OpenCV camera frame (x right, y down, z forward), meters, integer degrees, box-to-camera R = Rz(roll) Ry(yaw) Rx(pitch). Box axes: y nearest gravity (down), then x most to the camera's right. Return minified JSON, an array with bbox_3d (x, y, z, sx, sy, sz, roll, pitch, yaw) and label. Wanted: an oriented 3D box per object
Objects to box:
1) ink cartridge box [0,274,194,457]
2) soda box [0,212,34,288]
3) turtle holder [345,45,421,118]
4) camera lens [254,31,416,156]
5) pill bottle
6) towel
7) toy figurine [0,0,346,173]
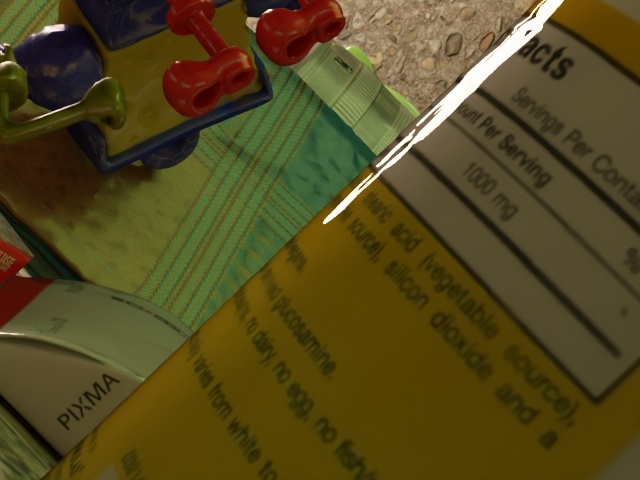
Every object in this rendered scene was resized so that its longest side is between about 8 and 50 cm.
[{"bbox_3d":[-0.108,0.040,0.767,0.232,0.066,0.189,50,3,-6],"label":"ink cartridge box"},{"bbox_3d":[-0.203,-0.065,0.533,0.263,0.083,0.092,48,4,29],"label":"soda box"},{"bbox_3d":[0.033,-0.007,1.679,0.320,0.243,0.227,38,-17,19],"label":"turtle holder"},{"bbox_3d":[0.000,0.000,1.224,0.274,0.219,0.219,45,3,-9],"label":"camera lens"},{"bbox_3d":[0.074,0.050,0.420,0.188,0.334,0.188,46,3,-3],"label":"pill bottle"},{"bbox_3d":[-0.086,-0.044,0.991,0.370,0.040,0.271,44,40,-11],"label":"towel"},{"bbox_3d":[-0.092,-0.080,0.849,0.191,0.362,0.217,52,-22,26],"label":"toy figurine"}]
